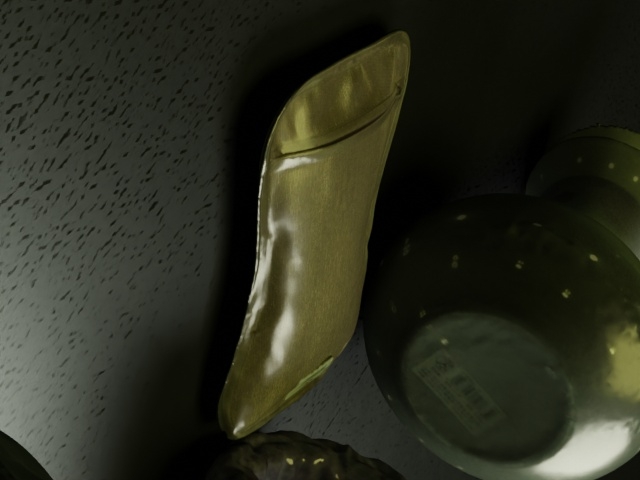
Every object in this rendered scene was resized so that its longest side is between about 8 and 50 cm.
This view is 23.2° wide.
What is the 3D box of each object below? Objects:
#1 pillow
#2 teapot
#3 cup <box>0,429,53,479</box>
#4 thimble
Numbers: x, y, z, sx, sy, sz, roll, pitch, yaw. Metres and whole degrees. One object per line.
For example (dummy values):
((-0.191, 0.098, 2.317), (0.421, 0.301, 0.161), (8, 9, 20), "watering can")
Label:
((-0.001, 0.000, 0.797), (0.130, 0.033, 0.217), (-37, 145, -46), "pillow")
((0.143, 0.027, 0.948), (0.251, 0.184, 0.183), (-46, 152, -52), "teapot")
((-0.160, 0.122, 0.561), (0.128, 0.095, 0.129), (40, 82, -42), "cup")
((-0.005, 0.175, 0.838), (0.150, 0.150, 0.097), (-7, 125, -59), "thimble")
